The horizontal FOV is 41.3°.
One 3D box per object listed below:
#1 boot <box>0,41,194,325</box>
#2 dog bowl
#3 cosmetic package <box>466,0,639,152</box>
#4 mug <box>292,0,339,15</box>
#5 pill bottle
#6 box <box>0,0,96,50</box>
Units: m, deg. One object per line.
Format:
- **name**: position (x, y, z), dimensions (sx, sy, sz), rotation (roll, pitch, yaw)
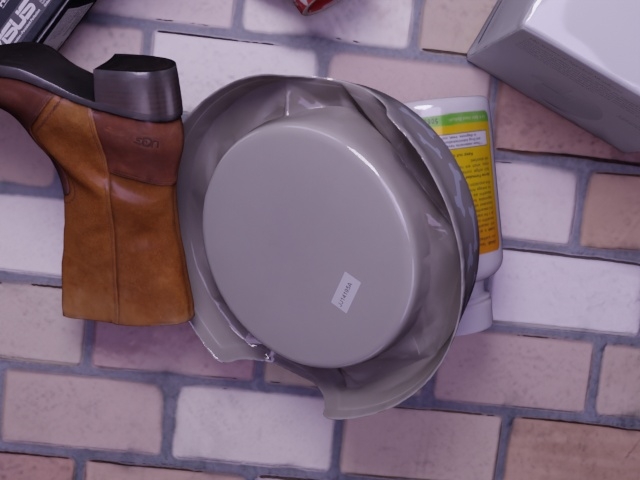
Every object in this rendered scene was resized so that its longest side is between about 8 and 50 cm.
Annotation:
- **boot**: position (-0.257, -0.053, 0.869), dimensions (0.264, 0.096, 0.281), rotation (5, 117, 5)
- **dog bowl**: position (0.000, 0.000, 0.854), dimensions (0.348, 0.102, 0.349), rotation (12, 113, 30)
- **cosmetic package**: position (0.298, -0.202, 0.866), dimensions (0.224, 0.225, 0.138), rotation (29, 94, -6)
- **mug**: position (-0.031, -0.327, 0.902), dimensions (0.113, 0.150, 0.169), rotation (-33, 92, -31)
- **pill bottle**: position (0.124, -0.026, 0.918), dimensions (0.136, 0.136, 0.246), rotation (-7, 96, -2)
- **box**: position (-0.290, -0.412, 0.819), dimensions (0.318, 0.097, 0.395), rotation (43, 114, -8)
